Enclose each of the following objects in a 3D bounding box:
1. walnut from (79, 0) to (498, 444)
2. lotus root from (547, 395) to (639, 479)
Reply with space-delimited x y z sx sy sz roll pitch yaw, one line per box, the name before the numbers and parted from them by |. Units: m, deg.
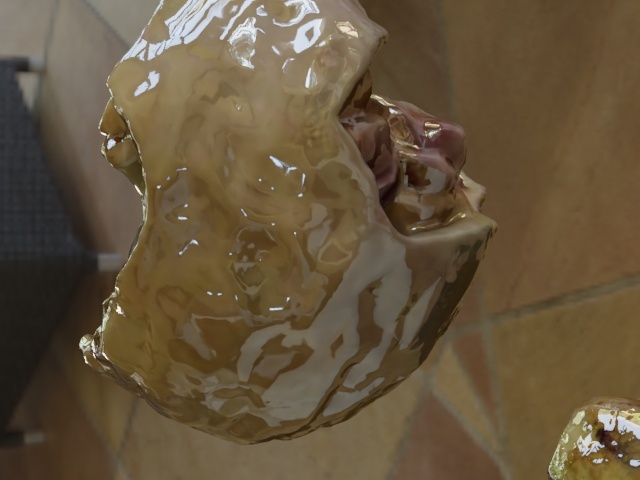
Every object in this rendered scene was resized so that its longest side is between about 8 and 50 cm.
walnut | -0.009 0.007 0.637 0.141 0.238 0.204 37 85 34
lotus root | 0.273 0.220 0.935 0.291 0.193 0.193 34 118 50
